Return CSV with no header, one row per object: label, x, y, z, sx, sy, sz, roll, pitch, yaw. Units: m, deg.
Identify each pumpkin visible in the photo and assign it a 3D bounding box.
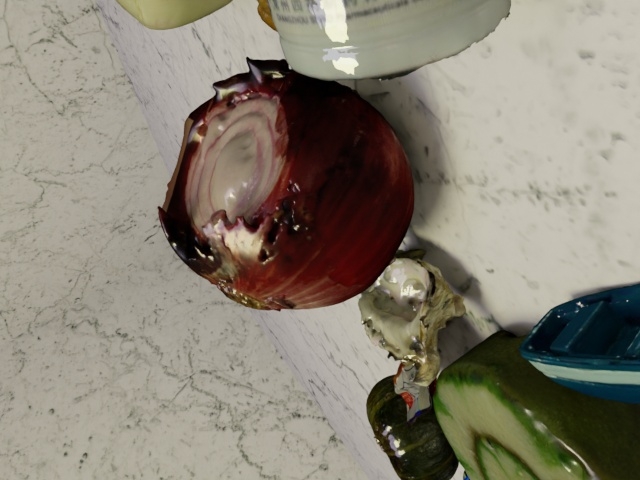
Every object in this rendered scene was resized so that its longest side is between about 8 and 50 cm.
pumpkin,0.183,0.370,1.110,0.223,0.157,0.224,-24,-90,-89

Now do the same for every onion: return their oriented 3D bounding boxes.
onion,-0.033,-0.052,0.755,0.341,0.341,0.341,51,162,25

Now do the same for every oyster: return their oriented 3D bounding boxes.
oyster,0.127,0.112,0.793,0.163,0.191,0.081,-23,139,39

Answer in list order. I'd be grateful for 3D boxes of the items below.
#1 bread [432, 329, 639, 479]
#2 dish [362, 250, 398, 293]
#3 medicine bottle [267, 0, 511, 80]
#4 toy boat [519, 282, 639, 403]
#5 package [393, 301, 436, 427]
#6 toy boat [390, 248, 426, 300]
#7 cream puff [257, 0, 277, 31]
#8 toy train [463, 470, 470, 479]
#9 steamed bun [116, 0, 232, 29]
bread,0.296,0.291,0.695,0.366,0.129,0.382,48,160,32
dish,0.000,0.000,1.002,0.273,0.133,0.273,45,155,28
medicine bottle,0.020,-0.299,0.372,0.190,0.189,0.332,38,154,49
toy boat,0.282,0.084,0.454,0.062,0.096,0.299,49,161,-3
package,0.164,0.204,0.933,0.270,0.071,0.194,95,171,-52
toy boat,0.126,0.064,0.897,0.066,0.064,0.172,60,155,32
cream puff,-0.008,-0.278,0.608,0.144,0.126,0.103,38,139,30
toy train,0.315,0.455,1.002,0.131,0.082,0.204,49,159,29
steamed bun,-0.224,-0.417,0.848,0.155,0.200,0.250,56,166,5
